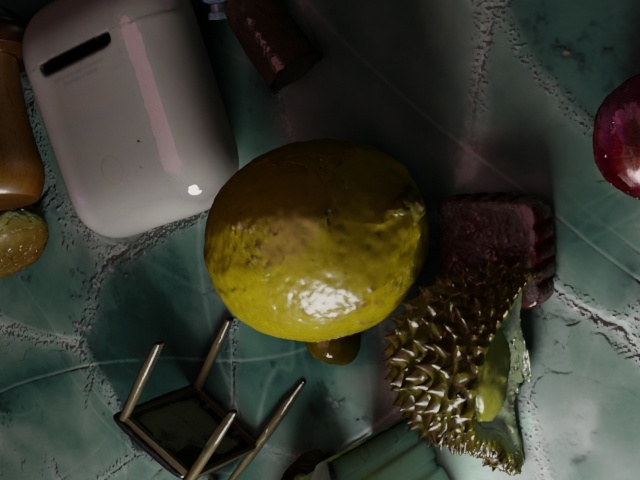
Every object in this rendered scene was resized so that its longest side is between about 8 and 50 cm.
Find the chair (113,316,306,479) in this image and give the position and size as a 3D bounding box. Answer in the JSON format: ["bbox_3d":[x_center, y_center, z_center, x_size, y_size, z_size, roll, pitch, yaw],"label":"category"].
[{"bbox_3d":[-0.179,0.268,1.769,0.166,0.188,0.272,39,118,23],"label":"chair"}]

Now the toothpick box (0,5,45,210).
[{"bbox_3d":[-0.490,-0.198,1.844,0.192,0.192,0.294,-15,80,38],"label":"toothpick box"}]

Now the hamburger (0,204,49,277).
[{"bbox_3d":[-0.512,-0.002,1.957,0.131,0.159,0.185,46,105,14],"label":"hamburger"}]

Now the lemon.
[{"bbox_3d":[0.000,0.000,1.523,0.310,0.253,0.253,-13,94,39],"label":"lemon"}]

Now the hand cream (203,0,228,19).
[{"bbox_3d":[-0.144,-0.377,1.662,0.065,0.043,0.170,-3,98,40],"label":"hand cream"}]

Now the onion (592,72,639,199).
[{"bbox_3d":[0.347,-0.093,1.316,0.150,0.140,0.150,17,127,24],"label":"onion"}]

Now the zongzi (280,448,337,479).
[{"bbox_3d":[0.060,0.456,1.687,0.300,0.138,0.286,21,106,16],"label":"zongzi"}]

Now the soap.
[{"bbox_3d":[0.068,0.322,1.556,0.094,0.261,0.150,-34,80,27],"label":"soap"}]

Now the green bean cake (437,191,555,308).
[{"bbox_3d":[0.209,0.010,1.495,0.135,0.056,0.135,4,104,36],"label":"green bean cake"}]

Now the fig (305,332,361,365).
[{"bbox_3d":[0.019,0.119,1.655,0.074,0.074,0.088,14,94,33],"label":"fig"}]

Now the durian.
[{"bbox_3d":[0.171,0.163,1.495,0.172,0.166,0.306,31,142,51],"label":"durian"}]

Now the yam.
[{"bbox_3d":[-0.064,-0.262,1.612,0.084,0.084,0.127,-43,73,35],"label":"yam"}]

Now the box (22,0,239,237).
[{"bbox_3d":[-0.265,-0.187,1.737,0.289,0.141,0.349,-17,91,39],"label":"box"}]
